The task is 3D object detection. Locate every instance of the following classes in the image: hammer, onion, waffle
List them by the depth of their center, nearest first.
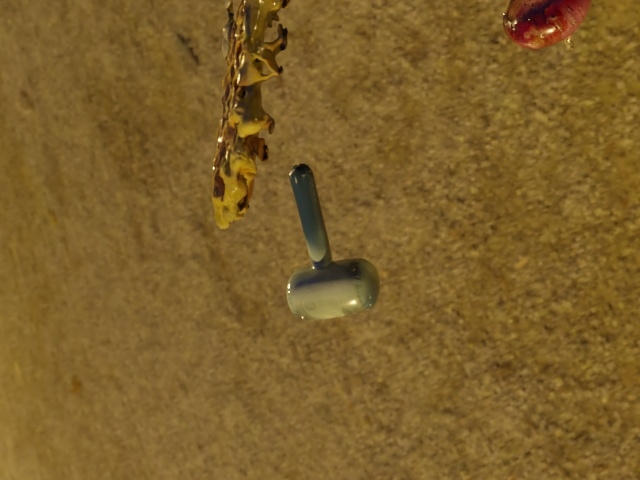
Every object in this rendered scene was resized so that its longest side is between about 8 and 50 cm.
[{"bbox_3d":[-0.079,-0.156,1.127,0.262,0.060,0.280,-101,20,-56],"label":"waffle"},{"bbox_3d":[0.000,0.000,1.267,0.116,0.069,0.194,-11,99,22],"label":"hammer"},{"bbox_3d":[0.377,-0.351,1.674,0.140,0.150,0.150,49,162,-31],"label":"onion"}]
